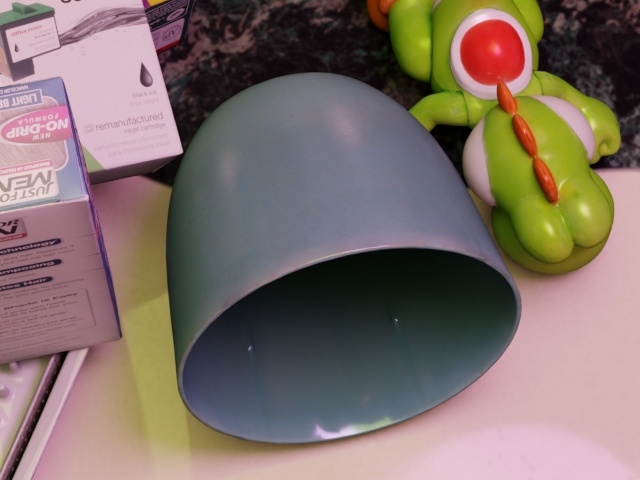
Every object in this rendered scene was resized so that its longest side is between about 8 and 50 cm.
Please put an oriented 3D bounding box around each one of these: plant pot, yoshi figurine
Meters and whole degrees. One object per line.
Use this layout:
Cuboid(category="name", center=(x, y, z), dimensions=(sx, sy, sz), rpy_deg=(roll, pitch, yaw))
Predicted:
Cuboid(category="plant pot", center=(0.000, 0.000, 1.631), dimensions=(0.293, 0.293, 0.235), rpy_deg=(-12, 55, -6))
Cuboid(category="yoshi figurine", center=(0.170, -0.109, 1.754), dimensions=(0.203, 0.203, 0.362), rpy_deg=(12, 45, -40))

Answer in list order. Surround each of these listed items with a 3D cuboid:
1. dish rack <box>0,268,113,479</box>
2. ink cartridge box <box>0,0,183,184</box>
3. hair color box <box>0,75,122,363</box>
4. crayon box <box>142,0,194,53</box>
Cuboid(category="dish rack", center=(-0.361, 0.121, 1.678), dimensions=(0.286, 0.072, 0.332), rpy_deg=(20, 70, 5))
Cuboid(category="ink cartridge box", center=(-0.230, -0.156, 1.636), dimensions=(0.160, 0.092, 0.219), rpy_deg=(-14, 86, -26))
Cuboid(category="hair color box", center=(-0.261, -0.001, 1.503), dimensions=(0.174, 0.347, 0.105), rpy_deg=(-11, 71, -6))
Cuboid(category="crayon box", center=(-0.352, -0.259, 1.766), dimensions=(0.363, 0.106, 0.313), rpy_deg=(-28, 71, -26))
